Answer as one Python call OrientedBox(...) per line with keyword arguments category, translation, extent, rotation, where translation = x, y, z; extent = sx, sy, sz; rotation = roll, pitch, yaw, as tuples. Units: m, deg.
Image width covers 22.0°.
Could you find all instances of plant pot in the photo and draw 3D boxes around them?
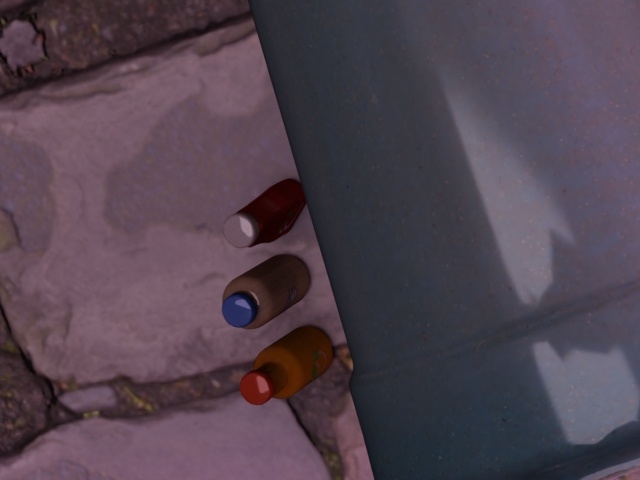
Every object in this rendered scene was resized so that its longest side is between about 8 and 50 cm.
OrientedBox(category="plant pot", translation=(0.128, -0.048, 0.985), extent=(0.341, 0.341, 0.334), rotation=(-22, 88, 25))

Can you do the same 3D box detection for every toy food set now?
OrientedBox(category="toy food set", translation=(0.000, 0.000, 1.158), extent=(0.111, 0.104, 0.232), rotation=(39, 113, 9))
